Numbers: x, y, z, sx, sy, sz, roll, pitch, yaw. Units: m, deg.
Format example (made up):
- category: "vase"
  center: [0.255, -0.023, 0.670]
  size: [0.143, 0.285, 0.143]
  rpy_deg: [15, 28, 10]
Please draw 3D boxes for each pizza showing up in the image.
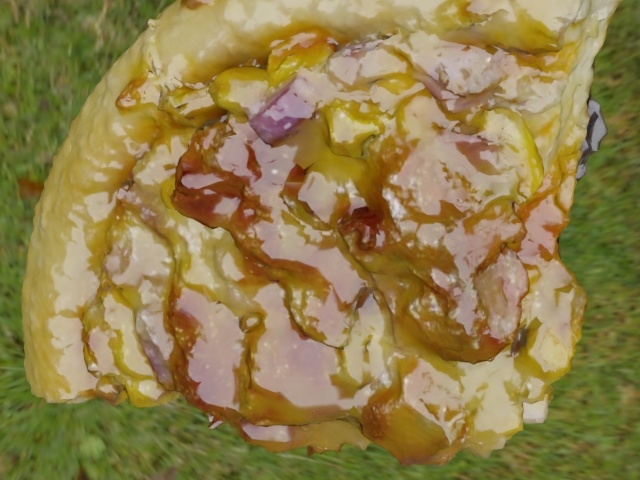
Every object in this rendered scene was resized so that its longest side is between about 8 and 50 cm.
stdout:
- category: "pizza"
  center: [0.000, 0.000, 0.889]
  size: [0.278, 0.408, 0.114]
  rpy_deg: [54, 37, -11]
